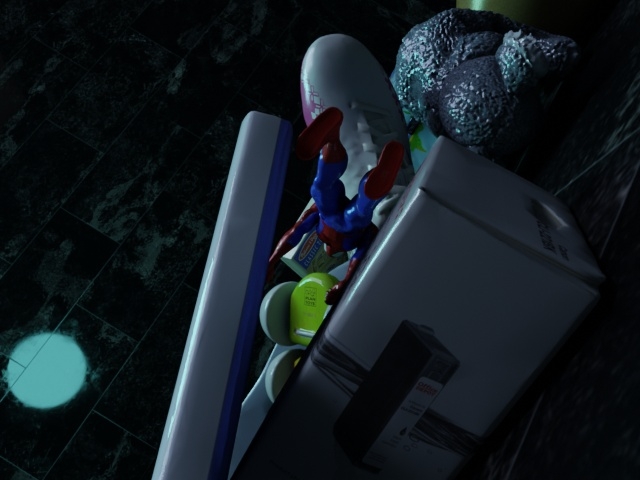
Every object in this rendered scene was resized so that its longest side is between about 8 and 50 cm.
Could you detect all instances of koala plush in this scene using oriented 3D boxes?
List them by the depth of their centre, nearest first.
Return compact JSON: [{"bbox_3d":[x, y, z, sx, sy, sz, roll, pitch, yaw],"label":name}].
[{"bbox_3d":[0.182,-0.159,0.750,0.196,0.203,0.221,-60,10,28],"label":"koala plush"}]

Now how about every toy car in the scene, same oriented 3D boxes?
[{"bbox_3d":[0.023,0.122,0.755,0.136,0.159,0.181,-9,-82,-41],"label":"toy car"}]

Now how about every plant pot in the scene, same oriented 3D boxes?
[{"bbox_3d":[0.281,-0.336,0.885,0.237,0.237,0.254,-55,-20,-65],"label":"plant pot"}]

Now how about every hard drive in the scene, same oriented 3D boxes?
[{"bbox_3d":[-0.079,0.093,0.472,0.210,0.040,0.318,114,167,-53],"label":"hard drive"}]

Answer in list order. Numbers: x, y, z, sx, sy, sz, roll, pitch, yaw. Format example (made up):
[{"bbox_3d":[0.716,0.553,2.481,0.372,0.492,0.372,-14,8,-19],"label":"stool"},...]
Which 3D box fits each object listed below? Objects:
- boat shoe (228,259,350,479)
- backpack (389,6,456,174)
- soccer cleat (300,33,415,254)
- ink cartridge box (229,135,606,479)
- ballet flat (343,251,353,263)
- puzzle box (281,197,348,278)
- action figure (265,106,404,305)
[{"bbox_3d":[0.003,0.185,0.896,0.367,0.136,0.156,-57,-15,-9],"label":"boat shoe"},{"bbox_3d":[0.204,-0.217,1.216,0.355,0.274,0.290,99,-176,-50],"label":"backpack"},{"bbox_3d":[0.073,-0.072,0.746,0.116,0.331,0.143,-22,16,-13],"label":"soccer cleat"},{"bbox_3d":[0.056,0.077,0.468,0.272,0.114,0.197,-59,-3,21],"label":"ink cartridge box"},{"bbox_3d":[0.073,0.020,1.312,0.091,0.077,0.240,-17,-76,-43],"label":"ballet flat"},{"bbox_3d":[0.104,-0.060,1.422,0.052,0.272,0.408,13,66,49],"label":"puzzle box"},{"bbox_3d":[0.000,0.000,0.608,0.139,0.092,0.280,-56,-8,-9],"label":"action figure"}]
